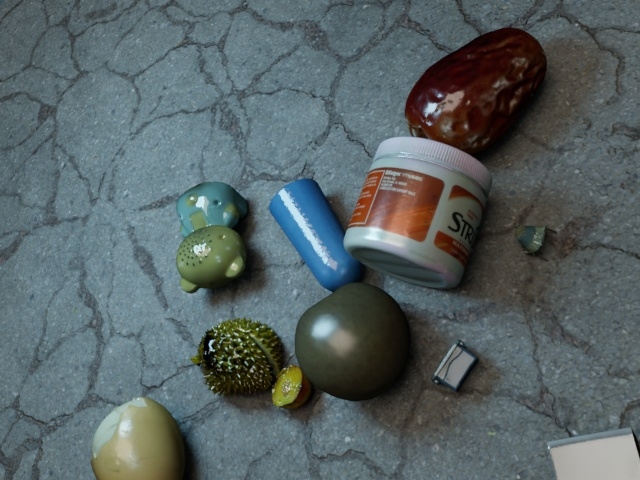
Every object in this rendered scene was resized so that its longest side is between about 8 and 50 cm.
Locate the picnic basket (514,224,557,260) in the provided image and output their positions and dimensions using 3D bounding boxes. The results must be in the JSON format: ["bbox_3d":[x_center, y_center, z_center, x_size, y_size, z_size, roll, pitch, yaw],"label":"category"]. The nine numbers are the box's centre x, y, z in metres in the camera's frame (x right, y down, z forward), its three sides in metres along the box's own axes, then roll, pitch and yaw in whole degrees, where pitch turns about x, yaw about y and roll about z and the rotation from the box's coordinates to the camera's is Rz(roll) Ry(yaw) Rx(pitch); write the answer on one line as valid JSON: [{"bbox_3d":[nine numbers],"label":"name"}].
[{"bbox_3d":[0.435,0.000,1.370,0.083,0.083,0.065,20,74,-14],"label":"picnic basket"}]

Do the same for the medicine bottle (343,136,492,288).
[{"bbox_3d":[0.198,-0.051,1.389,0.253,0.252,0.240,13,76,30],"label":"medicine bottle"}]

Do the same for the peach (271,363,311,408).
[{"bbox_3d":[-0.058,0.323,1.476,0.098,0.061,0.098,-29,42,30],"label":"peach"}]

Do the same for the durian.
[{"bbox_3d":[-0.213,0.255,1.534,0.238,0.138,0.193,-12,65,22],"label":"durian"}]

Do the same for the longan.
[{"bbox_3d":[0.066,0.198,1.375,0.248,0.248,0.248,-10,66,23],"label":"longan"}]

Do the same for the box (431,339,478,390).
[{"bbox_3d":[0.268,0.252,1.340,0.054,0.074,0.099,33,86,19],"label":"box"}]

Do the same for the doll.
[{"bbox_3d":[-0.267,-0.005,1.656,0.177,0.161,0.260,-18,60,17],"label":"doll"}]

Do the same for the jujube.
[{"bbox_3d":[0.337,-0.318,1.471,0.318,0.223,0.223,-40,57,-3],"label":"jujube"}]

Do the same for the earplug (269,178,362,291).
[{"bbox_3d":[0.000,0.000,1.545,0.132,0.132,0.272,-36,62,9],"label":"earplug"}]

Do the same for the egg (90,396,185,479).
[{"bbox_3d":[-0.398,0.478,1.500,0.201,0.201,0.244,-34,70,10],"label":"egg"}]

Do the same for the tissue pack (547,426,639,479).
[{"bbox_3d":[0.475,0.445,1.104,0.136,0.159,0.245,-16,64,21],"label":"tissue pack"}]
